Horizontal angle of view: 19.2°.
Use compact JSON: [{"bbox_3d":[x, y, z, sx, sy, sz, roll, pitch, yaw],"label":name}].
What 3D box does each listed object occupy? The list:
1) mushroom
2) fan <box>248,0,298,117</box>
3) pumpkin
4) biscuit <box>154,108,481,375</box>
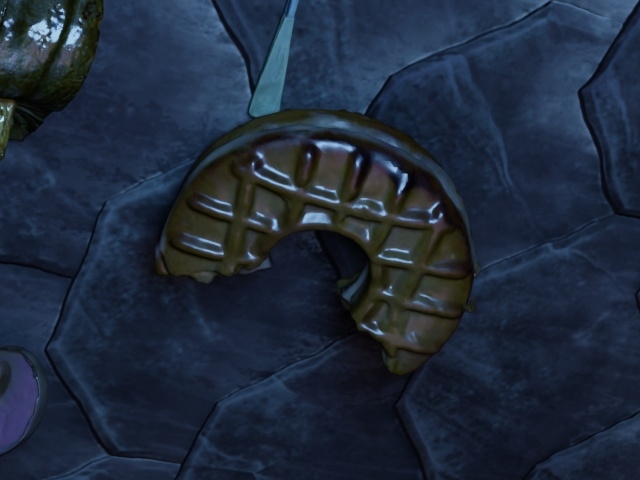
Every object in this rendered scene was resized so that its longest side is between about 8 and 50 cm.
[{"bbox_3d":[-0.399,0.192,2.199,0.188,0.141,0.117,-23,166,4],"label":"mushroom"},{"bbox_3d":[-0.042,-0.216,2.069,0.038,0.016,0.193,0,128,-24],"label":"fan"},{"bbox_3d":[-0.316,-0.175,1.921,0.131,0.126,0.248,11,123,-26],"label":"pumpkin"},{"bbox_3d":[0.015,-0.011,2.133,0.366,0.115,0.268,19,118,-11],"label":"biscuit"}]
